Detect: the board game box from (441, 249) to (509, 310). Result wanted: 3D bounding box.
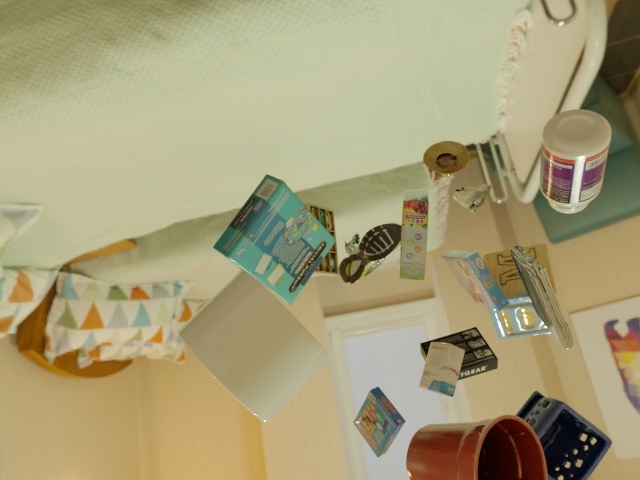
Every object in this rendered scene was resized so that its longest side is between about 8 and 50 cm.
[{"bbox_3d":[0.416,0.103,1.423,0.039,0.160,0.211,-33,-177,-5],"label":"board game box"}]

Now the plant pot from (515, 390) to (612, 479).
[{"bbox_3d":[0.775,0.665,1.758,0.236,0.236,0.212,-51,-174,-3],"label":"plant pot"}]

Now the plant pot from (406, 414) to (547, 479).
[{"bbox_3d":[0.381,0.581,1.330,0.272,0.273,0.265,3,166,-34],"label":"plant pot"}]

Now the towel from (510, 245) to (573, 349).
[{"bbox_3d":[0.539,0.128,1.281,0.034,0.209,0.285,-23,-176,13],"label":"towel"}]

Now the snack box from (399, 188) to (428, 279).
[{"bbox_3d":[0.249,-0.020,1.381,0.070,0.207,0.174,4,-164,10],"label":"snack box"}]

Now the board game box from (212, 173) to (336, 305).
[{"bbox_3d":[-0.120,0.008,1.516,0.079,0.254,0.336,27,168,39],"label":"board game box"}]

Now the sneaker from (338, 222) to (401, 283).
[{"bbox_3d":[0.186,0.035,1.792,0.121,0.111,0.300,-18,161,-49],"label":"sneaker"}]

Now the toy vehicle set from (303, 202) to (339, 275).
[{"bbox_3d":[0.000,0.000,2.014,0.035,0.267,0.166,-13,166,36],"label":"toy vehicle set"}]

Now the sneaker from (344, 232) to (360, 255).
[{"bbox_3d":[0.119,0.010,2.072,0.038,0.098,0.069,5,-163,-35],"label":"sneaker"}]

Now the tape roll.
[{"bbox_3d":[-0.126,0.199,0.994,0.169,0.246,0.246,-45,166,-13],"label":"tape roll"}]

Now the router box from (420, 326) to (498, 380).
[{"bbox_3d":[0.391,0.327,1.482,0.178,0.133,0.046,-15,126,-5],"label":"router box"}]

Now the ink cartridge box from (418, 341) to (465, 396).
[{"bbox_3d":[0.308,0.325,1.323,0.052,0.123,0.088,23,165,-19],"label":"ink cartridge box"}]

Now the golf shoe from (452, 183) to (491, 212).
[{"bbox_3d":[0.434,-0.137,1.496,0.176,0.086,0.069,-25,139,-58],"label":"golf shoe"}]

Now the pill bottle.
[{"bbox_3d":[0.769,-0.229,1.594,0.181,0.182,0.323,-14,142,11],"label":"pill bottle"}]

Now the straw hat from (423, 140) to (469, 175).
[{"bbox_3d":[0.381,-0.230,1.575,0.144,0.145,0.061,-13,140,7],"label":"straw hat"}]

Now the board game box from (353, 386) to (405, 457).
[{"bbox_3d":[0.210,0.661,1.896,0.047,0.160,0.210,-12,136,-36],"label":"board game box"}]

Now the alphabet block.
[{"bbox_3d":[0.604,0.154,1.562,0.193,0.197,0.192,-11,131,23],"label":"alphabet block"}]
